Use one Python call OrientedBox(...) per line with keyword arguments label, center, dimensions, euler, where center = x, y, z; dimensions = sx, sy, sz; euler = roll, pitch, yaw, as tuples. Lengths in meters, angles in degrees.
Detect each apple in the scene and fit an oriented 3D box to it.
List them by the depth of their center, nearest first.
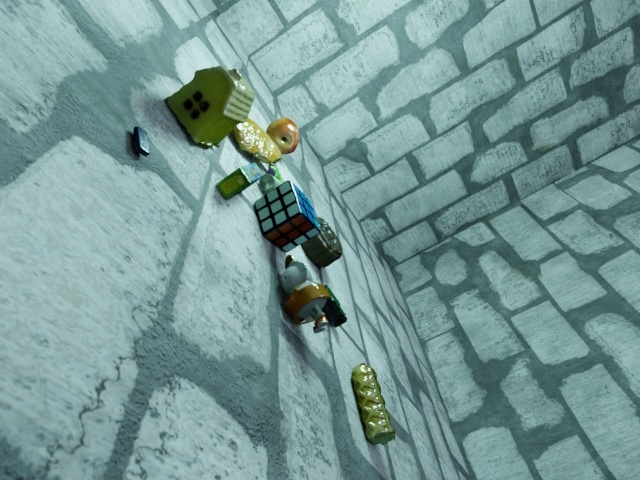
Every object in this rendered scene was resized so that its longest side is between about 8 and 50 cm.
OrientedBox(label="apple", center=(-0.195, -0.538, 2.150), dimensions=(0.199, 0.199, 0.199), euler=(55, 14, -21))

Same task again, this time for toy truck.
OrientedBox(label="toy truck", center=(0.038, 0.246, 1.560), dimensions=(0.147, 0.065, 0.079), euler=(56, 10, -14))

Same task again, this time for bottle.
OrientedBox(label="bottle", center=(-0.175, -0.209, 1.714), dimensions=(0.072, 0.072, 0.201), euler=(64, 13, 17))

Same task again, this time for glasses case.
OrientedBox(label="glasses case", center=(-0.410, -0.225, 0.955), dimensions=(0.033, 0.023, 0.083), euler=(35, 26, -51))

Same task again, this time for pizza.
OrientedBox(label="pizza", center=(-0.276, -0.407, 1.708), dimensions=(0.365, 0.073, 0.183), euler=(30, 47, -52))

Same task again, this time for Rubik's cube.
OrientedBox(label="Rubik's cube", center=(-0.114, -0.083, 1.474), dimensions=(0.160, 0.163, 0.162), euler=(43, 20, -53))

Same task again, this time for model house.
OrientedBox(label="model house", center=(-0.309, -0.417, 1.286), dimensions=(0.175, 0.234, 0.193), euler=(60, 15, 0))

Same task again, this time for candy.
OrientedBox(label="candy", center=(-0.251, -0.192, 1.335), dimensions=(0.062, 0.097, 0.194), euler=(55, 13, -10))

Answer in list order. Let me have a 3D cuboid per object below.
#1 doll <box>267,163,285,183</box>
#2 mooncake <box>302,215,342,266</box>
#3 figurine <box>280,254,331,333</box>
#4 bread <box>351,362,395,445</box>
OrientedBox(label="doll", center=(-0.180, -0.262, 1.865), dimensions=(0.190, 0.050, 0.115), euler=(60, 20, -11))
OrientedBox(label="mooncake", center=(0.000, 0.000, 1.821), dimensions=(0.228, 0.124, 0.228), euler=(54, 15, -22))
OrientedBox(label="figurine", center=(-0.048, 0.153, 1.279), dimensions=(0.143, 0.143, 0.272), euler=(48, 19, -44))
OrientedBox(label="bread", center=(0.168, 0.531, 1.392), dimensions=(0.270, 0.098, 0.087), euler=(-105, -157, -46))
